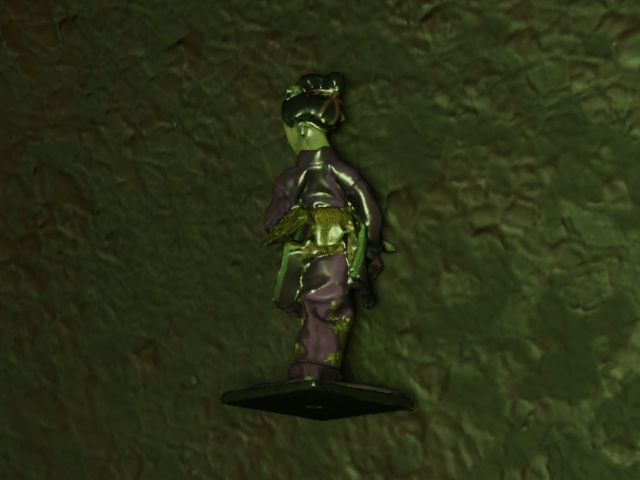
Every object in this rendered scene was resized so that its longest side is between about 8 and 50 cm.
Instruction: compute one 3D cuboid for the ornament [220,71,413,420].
[{"bbox_3d":[-0.006,0.005,1.037,0.081,0.088,0.203,-22,65,43],"label":"ornament"}]
